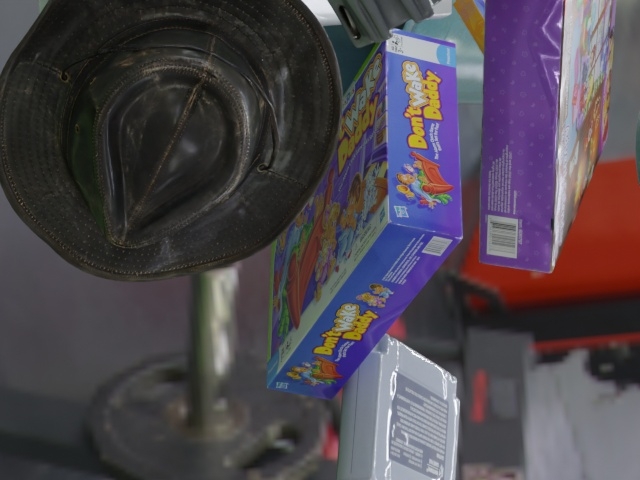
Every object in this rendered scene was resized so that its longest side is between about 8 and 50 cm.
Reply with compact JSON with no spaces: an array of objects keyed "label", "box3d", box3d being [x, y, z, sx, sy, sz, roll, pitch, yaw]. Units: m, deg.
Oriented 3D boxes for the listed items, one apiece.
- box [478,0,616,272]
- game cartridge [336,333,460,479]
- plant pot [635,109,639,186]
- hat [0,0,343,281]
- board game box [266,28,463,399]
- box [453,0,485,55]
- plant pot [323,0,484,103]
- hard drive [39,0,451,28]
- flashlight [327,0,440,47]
[{"label":"box","box3d":[0.163,-0.153,1.300,0.201,0.057,0.293,-59,153,-53]},{"label":"game cartridge","box3d":[0.089,0.224,2.113,0.294,0.060,0.196,36,52,-64]},{"label":"plant pot","box3d":[0.554,-0.153,2.491,0.252,0.248,0.247,-61,-177,-11]},{"label":"hat","box3d":[-0.134,-0.079,1.622,0.134,0.331,0.331,-96,167,-61]},{"label":"board game box","box3d":[0.039,-0.019,1.921,0.347,0.078,0.233,124,-27,-52]},{"label":"box","box3d":[0.200,-0.196,1.907,0.081,0.028,0.136,-12,65,-45]},{"label":"plant pot","box3d":[0.110,-0.304,2.269,0.334,0.341,0.341,5,78,-46]},{"label":"hard drive","box3d":[-0.067,-0.237,1.844,0.353,0.233,0.047,-11,105,-49]},{"label":"flashlight","box3d":[0.003,-0.300,1.393,0.103,0.103,0.304,-37,104,-18]}]
